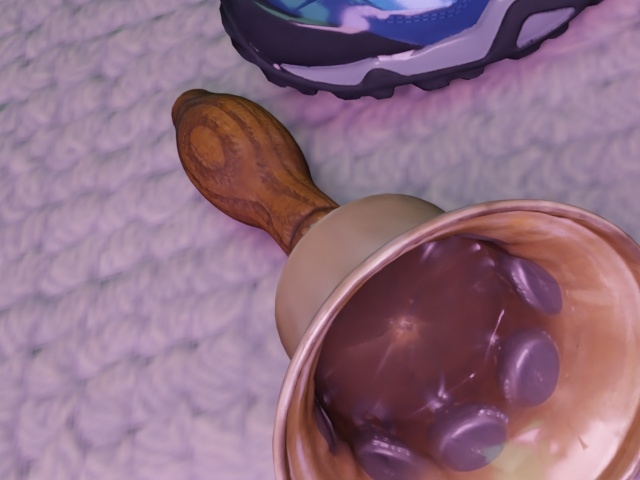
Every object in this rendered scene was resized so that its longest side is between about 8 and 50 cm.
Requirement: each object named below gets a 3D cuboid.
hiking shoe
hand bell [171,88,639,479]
[{"bbox_3d":[0.089,-0.161,0.653,0.304,0.132,0.113,-26,46,9],"label":"hiking shoe"},{"bbox_3d":[0.000,0.000,0.623,0.126,0.126,0.242,-40,33,-3],"label":"hand bell"}]
